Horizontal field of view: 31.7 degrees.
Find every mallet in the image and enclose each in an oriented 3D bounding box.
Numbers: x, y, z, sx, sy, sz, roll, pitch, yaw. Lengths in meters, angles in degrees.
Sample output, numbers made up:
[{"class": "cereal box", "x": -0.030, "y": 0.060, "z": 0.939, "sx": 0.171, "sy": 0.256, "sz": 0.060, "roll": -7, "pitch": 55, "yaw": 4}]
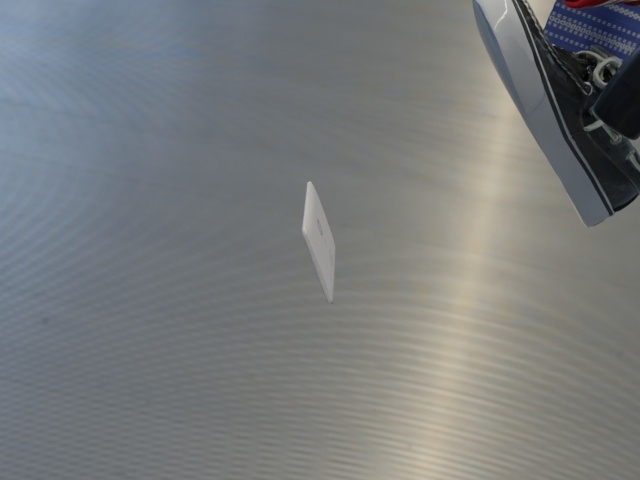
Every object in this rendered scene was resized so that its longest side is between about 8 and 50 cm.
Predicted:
[{"class": "mallet", "x": 0.234, "y": -0.042, "z": 0.675, "sx": 0.039, "sy": 0.062, "sz": 0.190, "roll": 8, "pitch": 43, "yaw": -45}]

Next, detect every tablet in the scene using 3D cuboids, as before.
[{"class": "tablet", "x": 0.000, "y": 0.000, "z": 0.721, "sx": 0.006, "sy": 0.054, "sz": 0.083, "roll": -16, "pitch": 23, "yaw": 8}]

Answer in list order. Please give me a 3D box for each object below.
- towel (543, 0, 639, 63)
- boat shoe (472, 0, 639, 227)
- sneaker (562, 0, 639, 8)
[{"class": "towel", "x": 0.401, "y": -0.295, "z": 1.293, "sx": 0.243, "sy": 0.336, "sz": 0.040, "roll": 17, "pitch": 20, "yaw": -14}, {"class": "boat shoe", "x": 0.241, "y": -0.133, "z": 1.058, "sx": 0.105, "sy": 0.306, "sz": 0.113, "roll": -30, "pitch": 37, "yaw": 11}, {"class": "sneaker", "x": 0.280, "y": -0.263, "z": 1.076, "sx": 0.128, "sy": 0.087, "sz": 0.221, "roll": -3, "pitch": 8, "yaw": -5}]
